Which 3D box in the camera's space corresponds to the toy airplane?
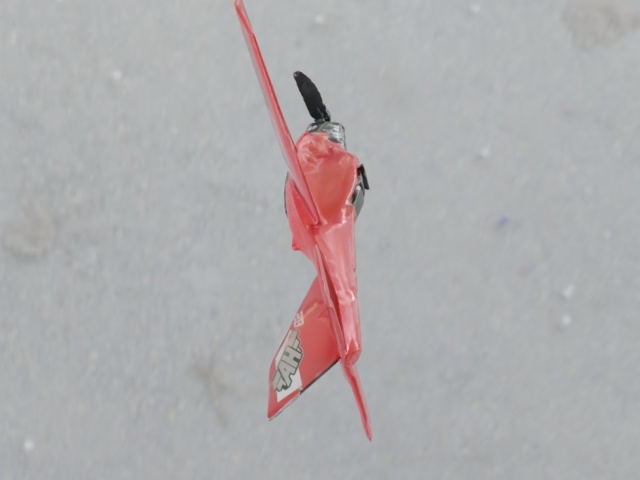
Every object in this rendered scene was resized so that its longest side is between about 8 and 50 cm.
[{"bbox_3d":[0.000,0.000,0.586,0.028,0.151,0.151,-9,61,10],"label":"toy airplane"}]
